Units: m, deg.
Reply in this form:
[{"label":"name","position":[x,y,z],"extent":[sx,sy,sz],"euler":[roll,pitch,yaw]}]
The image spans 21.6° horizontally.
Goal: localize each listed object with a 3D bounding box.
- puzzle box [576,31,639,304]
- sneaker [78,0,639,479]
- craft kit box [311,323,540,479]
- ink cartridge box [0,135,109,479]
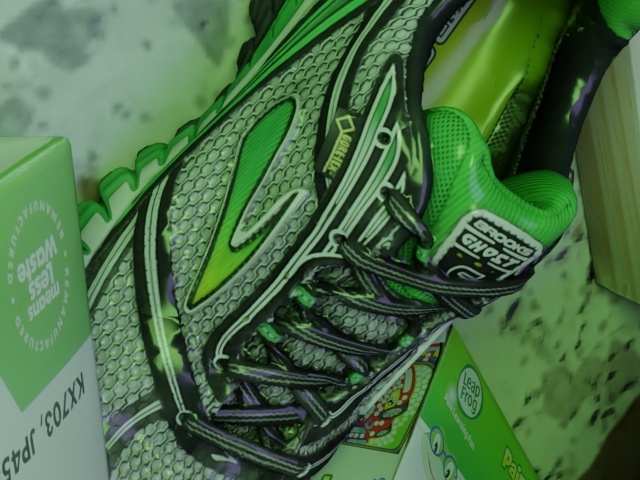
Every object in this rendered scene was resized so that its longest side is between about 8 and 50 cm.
[{"label":"puzzle box","position":[0.213,-0.201,0.744],"extent":[0.272,0.052,0.409],"euler":[-24,118,-24]},{"label":"sneaker","position":[0.000,0.000,0.611],"extent":[0.134,0.146,0.343],"euler":[27,93,-37]},{"label":"craft kit box","position":[0.051,0.207,0.698],"extent":[0.250,0.061,0.247],"euler":[60,40,-32]},{"label":"ink cartridge box","position":[-0.144,0.162,0.515],"extent":[0.207,0.119,0.353],"euler":[-54,142,-66]}]
